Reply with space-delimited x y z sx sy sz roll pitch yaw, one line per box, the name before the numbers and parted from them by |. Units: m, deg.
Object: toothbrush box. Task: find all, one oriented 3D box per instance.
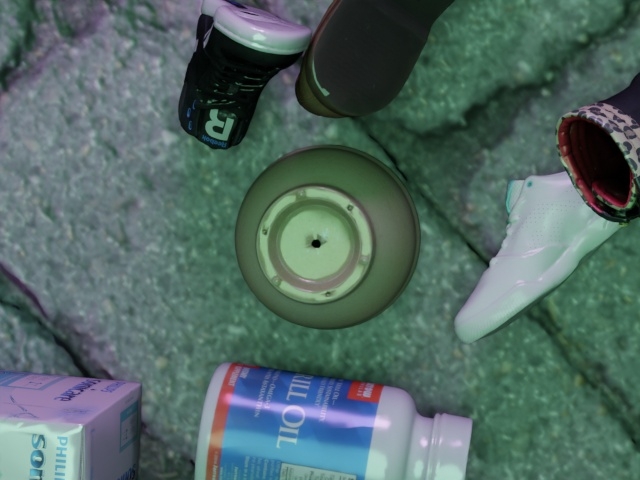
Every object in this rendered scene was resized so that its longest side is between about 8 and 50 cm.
toothbrush box | -0.316 0.181 1.435 0.295 0.216 0.126 6 95 7

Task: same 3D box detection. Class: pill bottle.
pill bottle | 0.013 0.177 1.442 0.221 0.124 0.124 8 95 5

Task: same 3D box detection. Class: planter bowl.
planter bowl | 0.000 0.000 1.440 0.162 0.109 0.162 0 93 7

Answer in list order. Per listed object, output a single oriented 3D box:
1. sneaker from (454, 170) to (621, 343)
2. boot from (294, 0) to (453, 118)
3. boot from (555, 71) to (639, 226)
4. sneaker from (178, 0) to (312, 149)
sneaker | 0.179 -0.005 1.441 0.212 0.080 0.094 -42 83 -2
boot | 0.077 -0.228 1.423 0.112 0.115 0.305 40 77 -10
boot | 0.296 -0.032 1.366 0.085 0.178 0.236 -36 82 47
sneaker | -0.065 -0.127 1.394 0.079 0.217 0.121 13 100 -13
